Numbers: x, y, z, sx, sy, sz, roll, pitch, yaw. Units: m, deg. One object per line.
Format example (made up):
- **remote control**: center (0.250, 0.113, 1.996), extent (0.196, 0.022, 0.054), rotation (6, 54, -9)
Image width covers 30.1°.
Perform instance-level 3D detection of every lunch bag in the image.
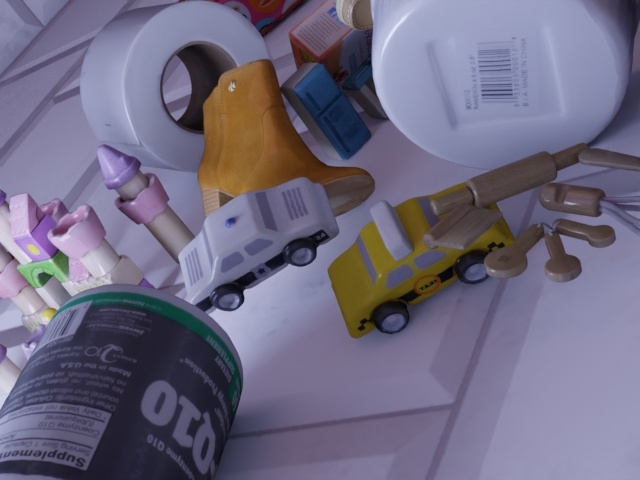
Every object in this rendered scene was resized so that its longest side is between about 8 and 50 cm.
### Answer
- **lunch bag**: center (-0.152, -0.442, 2.186), extent (0.293, 0.120, 0.258), rotation (-41, 22, -10)

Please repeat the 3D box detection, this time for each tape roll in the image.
- **tape roll**: center (-0.208, -0.224, 1.736), extent (0.246, 0.246, 0.169), rotation (-46, 27, -18)

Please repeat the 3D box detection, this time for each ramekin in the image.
- **ramekin**: center (0.180, -0.199, 1.184), extent (0.277, 0.277, 0.135), rotation (-21, 38, 30)

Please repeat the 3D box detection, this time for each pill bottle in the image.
- **pill bottle**: center (-0.204, 0.223, 1.042), extent (0.204, 0.204, 0.361), rotation (-23, 30, 28)

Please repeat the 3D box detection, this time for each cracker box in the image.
- **cracker box**: center (0.069, -0.298, 1.615), extent (0.232, 0.155, 0.067), rotation (-43, 71, -10)

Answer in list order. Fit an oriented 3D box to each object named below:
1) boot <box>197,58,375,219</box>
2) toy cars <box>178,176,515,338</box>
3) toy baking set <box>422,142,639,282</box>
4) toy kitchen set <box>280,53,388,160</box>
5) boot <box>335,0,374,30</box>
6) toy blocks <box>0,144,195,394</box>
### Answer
- **boot**: center (-0.055, -0.122, 1.430), extent (0.295, 0.104, 0.211), rotation (-17, 72, 47)
- **toy cars**: center (0.000, 0.000, 1.203), extent (0.394, 0.087, 0.176), rotation (4, 60, 38)
- **toy baking set**: center (0.222, -0.027, 1.054), extent (0.256, 0.030, 0.197), rotation (-23, 33, -12)
- **toy kitchen set**: center (0.089, -0.209, 1.475), extent (0.207, 0.122, 0.166), rotation (-47, 27, -18)
- **boot**: center (0.169, -0.262, 1.376), extent (0.262, 0.095, 0.203), rotation (-19, 55, -12)
- **toy blocks**: center (-0.371, 0.022, 1.521), extent (0.289, 0.260, 0.309), rotation (-10, 37, 43)
